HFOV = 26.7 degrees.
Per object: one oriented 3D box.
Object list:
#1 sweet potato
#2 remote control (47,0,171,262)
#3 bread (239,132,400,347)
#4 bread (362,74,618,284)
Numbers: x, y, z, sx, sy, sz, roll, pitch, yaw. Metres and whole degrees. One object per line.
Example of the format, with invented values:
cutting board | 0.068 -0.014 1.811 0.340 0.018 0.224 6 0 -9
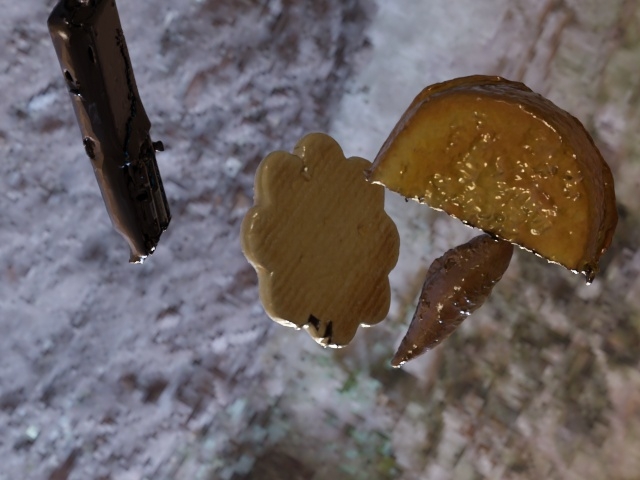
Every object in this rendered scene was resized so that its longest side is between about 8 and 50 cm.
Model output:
sweet potato | 0.133 0.055 1.378 0.206 0.068 0.060 -57 174 24
remote control | -0.257 -0.144 1.715 0.145 0.062 0.399 -74 161 -44
bread | 0.000 0.000 1.945 0.054 0.316 0.316 -9 -147 46
bread | 0.161 -0.066 1.188 0.140 0.229 0.143 -68 170 16
